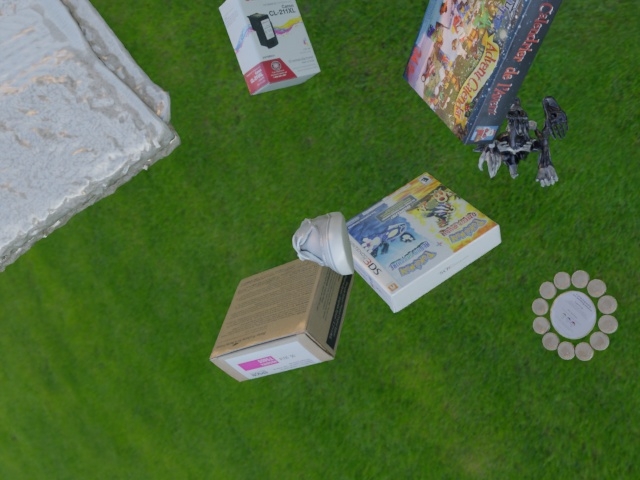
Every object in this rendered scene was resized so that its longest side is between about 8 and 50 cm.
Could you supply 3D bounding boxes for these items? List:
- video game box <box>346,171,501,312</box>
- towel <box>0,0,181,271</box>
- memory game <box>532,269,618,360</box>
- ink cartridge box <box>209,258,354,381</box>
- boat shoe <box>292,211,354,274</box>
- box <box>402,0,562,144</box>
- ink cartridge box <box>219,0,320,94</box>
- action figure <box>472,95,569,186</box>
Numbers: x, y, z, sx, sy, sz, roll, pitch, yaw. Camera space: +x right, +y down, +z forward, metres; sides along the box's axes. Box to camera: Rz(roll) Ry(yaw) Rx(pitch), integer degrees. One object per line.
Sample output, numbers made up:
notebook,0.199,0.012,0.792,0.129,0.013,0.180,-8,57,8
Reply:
video game box,0.145,-0.004,1.037,0.187,0.205,0.048,47,164,43
towel,-0.248,-0.059,0.410,0.187,0.282,0.049,51,170,3
memory game,0.515,0.151,1.333,0.186,0.012,0.186,-11,75,48
ink cartridge box,-0.067,0.137,1.183,0.234,0.193,0.088,-20,128,35
boat shoe,0.000,0.000,0.733,0.063,0.184,0.066,-12,104,1
box,0.182,-0.249,0.739,0.159,0.044,0.233,61,145,41
ink cartridge box,-0.094,-0.376,1.222,0.072,0.127,0.175,-14,98,56
action figure,0.401,-0.183,1.326,0.164,0.276,0.141,3,76,6
